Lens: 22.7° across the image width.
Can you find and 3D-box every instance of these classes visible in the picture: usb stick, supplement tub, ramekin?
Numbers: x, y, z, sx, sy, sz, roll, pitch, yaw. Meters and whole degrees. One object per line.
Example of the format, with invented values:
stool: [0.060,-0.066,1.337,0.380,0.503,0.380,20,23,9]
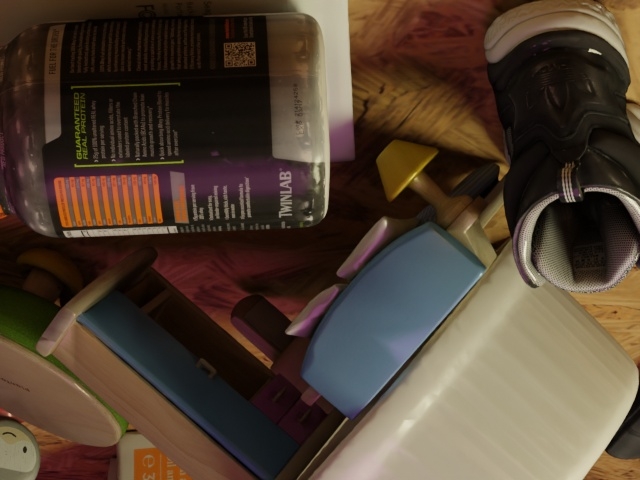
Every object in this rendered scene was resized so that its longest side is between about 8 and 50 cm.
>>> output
usb stick: [0.338,0.145,1.504,0.077,0.045,0.278,3,153,-10]
supplement tub: [-0.092,-0.061,0.849,0.190,0.117,0.117,-2,154,-2]
ramekin: [0.097,0.141,1.125,0.135,0.277,0.277,41,148,4]

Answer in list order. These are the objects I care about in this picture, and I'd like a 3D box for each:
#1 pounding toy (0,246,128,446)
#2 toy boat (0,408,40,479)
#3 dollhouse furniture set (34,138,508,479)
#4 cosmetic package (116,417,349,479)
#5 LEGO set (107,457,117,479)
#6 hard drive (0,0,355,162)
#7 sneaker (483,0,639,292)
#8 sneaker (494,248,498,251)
pounding toy: [-0.232,0.052,1.223,0.237,0.110,0.183,31,156,-6]
toy boat: [-0.387,0.157,1.337,0.318,0.148,0.267,-8,153,11]
dollhouse furniture set: [0.000,0.000,1.128,0.303,0.198,0.286,-50,177,26]
cosmetic package: [0.031,0.303,1.590,0.453,0.230,0.161,-6,153,4]
LEGO set: [-0.232,0.371,1.690,0.060,0.244,0.182,2,156,7]
hard drive: [-0.159,-0.105,0.937,0.353,0.047,0.233,-4,154,1]
sneaker: [0.164,-0.027,1.008,0.101,0.153,0.268,-10,153,14]
sneaker: [0.134,0.056,1.293,0.192,0.064,0.086,-31,158,37]
